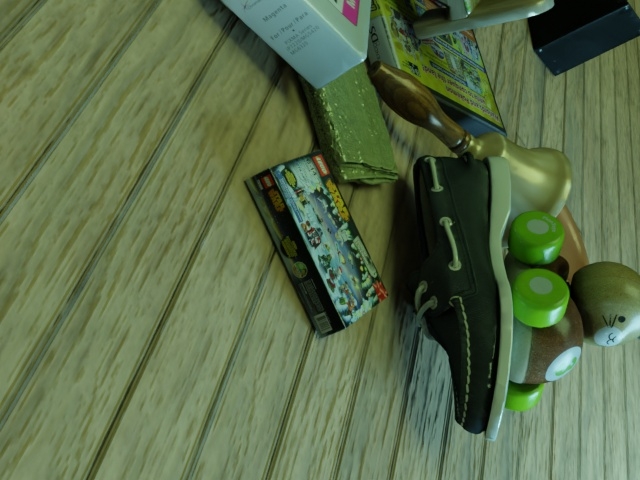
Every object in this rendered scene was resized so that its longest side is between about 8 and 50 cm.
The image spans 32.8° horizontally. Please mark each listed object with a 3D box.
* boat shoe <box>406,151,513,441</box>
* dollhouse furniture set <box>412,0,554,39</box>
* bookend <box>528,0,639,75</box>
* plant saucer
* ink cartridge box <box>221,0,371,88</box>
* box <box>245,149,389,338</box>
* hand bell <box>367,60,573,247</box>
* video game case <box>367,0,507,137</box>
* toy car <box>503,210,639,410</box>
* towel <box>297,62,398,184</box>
[{"bbox_3d":[0.122,0.042,0.984,0.114,0.091,0.303,95,0,-46],"label":"boat shoe"},{"bbox_3d":[0.223,-0.463,1.194,0.394,0.256,0.362,-54,132,-60],"label":"dollhouse furniture set"},{"bbox_3d":[0.408,-0.364,1.699,0.072,0.156,0.157,37,39,-41],"label":"bookend"},{"bbox_3d":[0.281,0.003,1.332,0.200,0.037,0.200,38,39,-40],"label":"plant saucer"},{"bbox_3d":[-0.051,-0.300,0.950,0.239,0.060,0.275,40,37,-30],"label":"ink cartridge box"},{"bbox_3d":[0.000,0.000,0.868,0.137,0.027,0.094,65,27,-2],"label":"box"},{"bbox_3d":[0.134,-0.106,1.110,0.242,0.126,0.126,36,40,-30],"label":"hand bell"},{"bbox_3d":[0.112,-0.251,1.241,0.274,0.035,0.248,13,57,-57],"label":"video game case"},{"bbox_3d":[0.265,0.074,1.038,0.155,0.188,0.149,92,4,-45],"label":"toy car"},{"bbox_3d":[0.021,-0.120,0.996,0.110,0.027,0.148,1,69,-59],"label":"towel"}]
